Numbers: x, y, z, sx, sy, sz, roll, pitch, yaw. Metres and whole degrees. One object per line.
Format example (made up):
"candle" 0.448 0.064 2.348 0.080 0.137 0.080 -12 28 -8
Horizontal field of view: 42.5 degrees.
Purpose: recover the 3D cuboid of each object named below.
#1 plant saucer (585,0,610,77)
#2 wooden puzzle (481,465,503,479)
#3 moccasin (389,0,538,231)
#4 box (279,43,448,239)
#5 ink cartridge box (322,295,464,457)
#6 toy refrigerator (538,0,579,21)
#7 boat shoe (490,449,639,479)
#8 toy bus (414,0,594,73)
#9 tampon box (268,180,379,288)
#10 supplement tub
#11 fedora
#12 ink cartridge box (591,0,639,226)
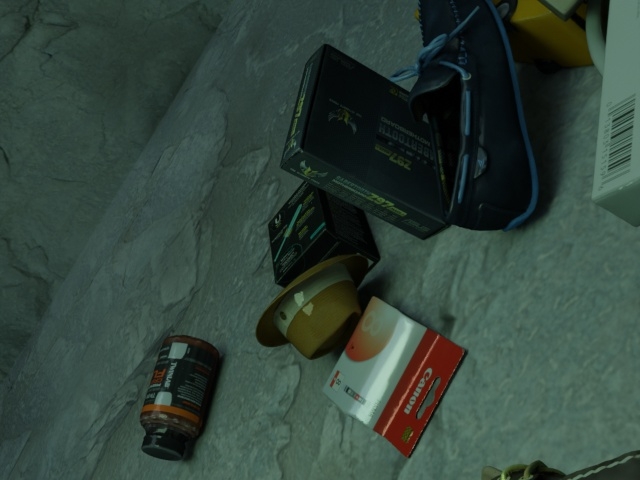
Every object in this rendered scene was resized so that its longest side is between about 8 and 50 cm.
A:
"plant saucer" 0.433 -0.275 0.746 0.400 0.101 0.400 -41 33 34
"wooden puzzle" 0.173 0.332 0.678 0.221 0.044 0.238 9 76 62
"moccasin" 0.161 -0.176 0.970 0.137 0.117 0.341 112 150 -60
"box" 0.072 -0.129 1.090 0.059 0.233 0.183 -35 35 52
"ink cartridge box" 0.082 0.160 1.002 0.145 0.045 0.179 -61 24 0
"toy refrigerator" 0.296 -0.355 0.806 0.269 0.094 0.102 -51 -6 19
"boat shoe" 0.150 0.228 0.633 0.324 0.117 0.096 -50 34 38
"toy bus" 0.257 -0.305 1.078 0.130 0.108 0.333 -59 26 3
"tampon box" 0.000 0.000 1.238 0.120 0.101 0.161 -48 28 23
"supplement tub" -0.243 0.268 1.399 0.106 0.106 0.197 -29 40 47
"fedora" 0.005 0.102 1.110 0.194 0.194 0.079 -48 65 24
"ink cartridge box" 0.323 -0.173 0.631 0.239 0.060 0.275 -31 39 55
